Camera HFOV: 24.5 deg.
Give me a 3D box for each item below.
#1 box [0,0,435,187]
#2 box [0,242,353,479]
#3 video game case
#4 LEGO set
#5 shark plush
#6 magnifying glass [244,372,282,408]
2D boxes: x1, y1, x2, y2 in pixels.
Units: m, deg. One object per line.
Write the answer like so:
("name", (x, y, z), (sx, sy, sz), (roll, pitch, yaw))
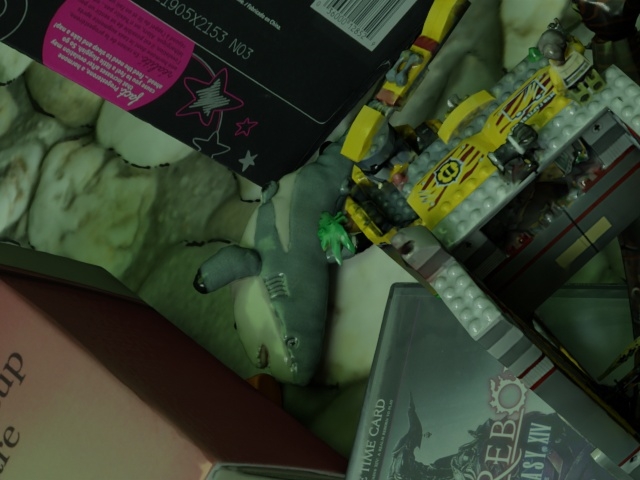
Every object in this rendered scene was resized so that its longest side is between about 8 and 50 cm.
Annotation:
("box", (-0.079, -0.164, 0.784), (0.163, 0.247, 0.142), (-49, 47, 12))
("box", (-0.117, 0.117, 0.742), (0.232, 0.127, 0.148), (33, 99, 37))
("video game case", (0.125, 0.111, 0.612), (0.274, 0.026, 0.196), (0, 66, 37))
("LEGO set", (0.129, -0.074, 0.566), (0.331, 0.192, 0.255), (-37, 46, 13))
("shark plush", (0.000, 0.000, 0.797), (0.067, 0.073, 0.161), (19, 62, 26))
("magnifying glass", (-0.115, 0.125, 0.840), (0.231, 0.026, 0.092), (-26, 55, 33))
